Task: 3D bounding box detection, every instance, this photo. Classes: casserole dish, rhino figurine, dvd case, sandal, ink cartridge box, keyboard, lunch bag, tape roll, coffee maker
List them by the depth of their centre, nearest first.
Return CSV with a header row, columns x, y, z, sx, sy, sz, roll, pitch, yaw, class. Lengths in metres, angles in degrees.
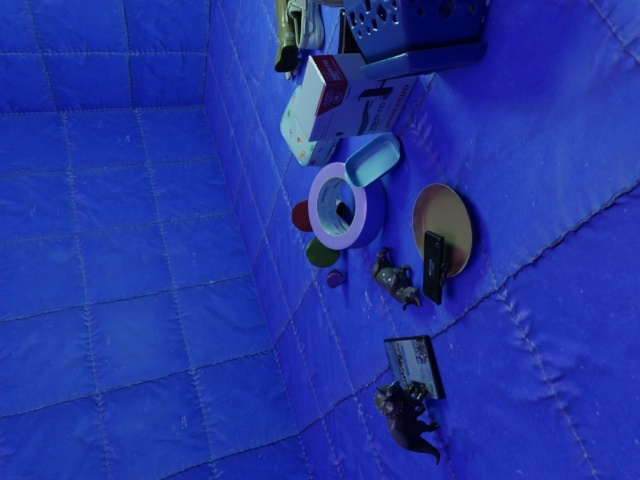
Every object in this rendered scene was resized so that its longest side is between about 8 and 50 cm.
x,y,z,sx,sy,sz,roll,pitch,yaw,class
0.293,0.072,1.227,0.108,0.023,0.180,-138,42,-66,keyboard
0.090,-0.381,1.291,0.114,0.272,0.197,64,153,26,ink cartridge box
0.085,-0.549,1.362,0.120,0.171,0.178,-131,38,-51,coffee maker
0.154,-0.224,1.401,0.188,0.037,0.114,-35,61,22,casserole dish
0.226,0.123,1.426,0.243,0.073,0.106,49,138,49,rhino figurine
0.276,0.382,1.475,0.253,0.022,0.180,146,113,-66,dvd case
0.079,-0.109,1.556,0.274,0.090,0.275,4,95,49,tape roll
0.067,-0.090,1.727,0.265,0.076,0.102,48,162,36,sandal
-0.028,-0.411,1.747,0.224,0.108,0.279,-58,47,34,lunch bag

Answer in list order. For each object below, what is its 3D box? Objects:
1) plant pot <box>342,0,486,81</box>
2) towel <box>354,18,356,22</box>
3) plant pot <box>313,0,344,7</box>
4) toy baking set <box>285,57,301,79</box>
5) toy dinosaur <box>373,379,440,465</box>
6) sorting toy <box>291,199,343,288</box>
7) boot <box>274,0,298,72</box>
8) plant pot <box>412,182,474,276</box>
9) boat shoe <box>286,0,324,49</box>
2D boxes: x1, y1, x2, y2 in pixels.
x,y,z,sx,sy,sz,roll,pitch,yaw,class
0.204,-0.465,1.042,0.236,0.236,0.212,24,126,63,plant pot
0.153,-0.616,1.177,0.029,0.197,0.144,39,143,16,towel
0.075,-0.791,1.154,0.305,0.333,0.334,-11,89,57,plant pot
-0.113,-0.773,1.941,0.197,0.030,0.256,33,128,57,toy baking set
0.243,0.507,1.385,0.121,0.160,0.314,7,118,62,toy dinosaur
0.000,0.000,1.820,0.126,0.127,0.366,-93,-19,-68,sorting toy
-0.133,-0.809,1.844,0.236,0.089,0.270,150,115,-71,boot
0.309,-0.027,1.218,0.236,0.032,0.236,171,90,-67,plant pot
-0.064,-0.820,1.705,0.109,0.098,0.302,169,91,-68,boat shoe
